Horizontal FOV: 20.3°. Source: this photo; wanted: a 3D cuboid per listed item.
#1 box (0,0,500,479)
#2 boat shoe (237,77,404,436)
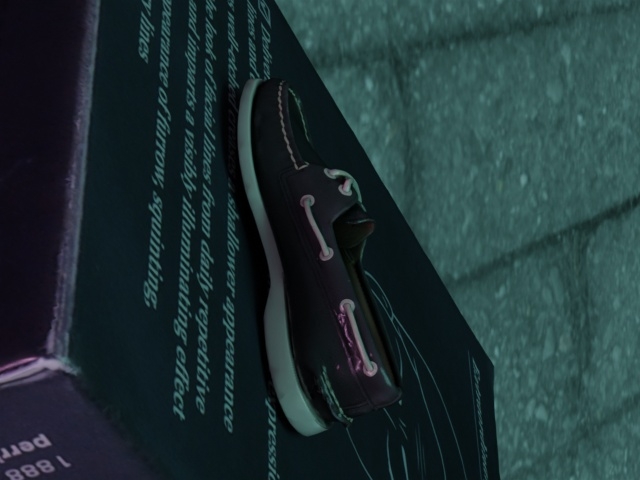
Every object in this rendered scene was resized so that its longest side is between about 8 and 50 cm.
[{"bbox_3d":[-0.082,0.074,0.681,0.293,0.212,0.395,-92,158,-44],"label":"box"},{"bbox_3d":[0.000,0.000,0.577,0.046,0.038,0.125,47,30,-57],"label":"boat shoe"}]
